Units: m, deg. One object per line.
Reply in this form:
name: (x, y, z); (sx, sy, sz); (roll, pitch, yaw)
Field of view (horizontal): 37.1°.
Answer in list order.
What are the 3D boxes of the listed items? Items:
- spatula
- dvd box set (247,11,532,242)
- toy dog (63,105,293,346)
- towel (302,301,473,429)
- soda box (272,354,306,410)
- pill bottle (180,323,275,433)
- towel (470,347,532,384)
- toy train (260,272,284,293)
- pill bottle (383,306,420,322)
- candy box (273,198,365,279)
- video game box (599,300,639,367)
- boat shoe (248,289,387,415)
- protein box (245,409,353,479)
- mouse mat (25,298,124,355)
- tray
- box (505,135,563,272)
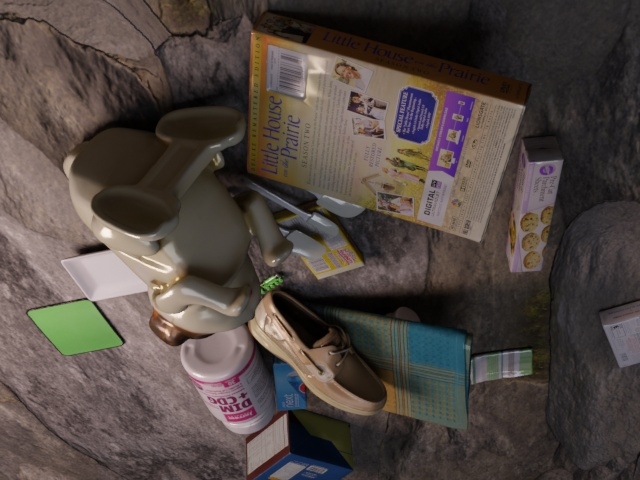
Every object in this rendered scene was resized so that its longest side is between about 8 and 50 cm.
spatula: (-0.062, -0.061, 1.753); (0.242, 0.019, 0.168); (28, 129, -22)
dvd box set: (0.090, -0.171, 1.505); (0.421, 0.062, 0.307); (17, 139, 9)
toy dog: (-0.249, 0.015, 1.639); (0.396, 0.284, 0.407); (3, 139, 26)
towel: (0.143, 0.265, 2.044); (0.370, 0.040, 0.271); (10, 127, 19)
soda box: (-0.071, 0.312, 2.205); (0.071, 0.067, 0.210); (-3, 142, -1)
pill bottle: (-0.194, 0.305, 2.111); (0.161, 0.160, 0.283); (-10, 141, 7)
towel: (0.428, 0.299, 2.265); (0.152, 0.023, 0.113); (-9, 141, 6)
toy train: (-0.109, 0.090, 1.968); (0.083, 0.017, 0.024); (-34, 122, 32)
pill bottle: (0.147, 0.213, 2.085); (0.087, 0.087, 0.160); (19, 136, -26)
candy box: (0.000, 0.000, 1.857); (0.105, 0.027, 0.206); (-19, 138, 16)
video game box: (0.744, 0.201, 2.152); (0.187, 0.048, 0.205); (-16, 140, 18)
boat shoe: (0.006, 0.235, 1.981); (0.341, 0.121, 0.110); (36, 132, -1)
protein box: (-0.057, 0.547, 2.439); (0.200, 0.135, 0.201); (22, 134, -29)
mouse mat: (-0.529, 0.190, 2.064); (0.153, 0.007, 0.189); (-11, 139, 9)
tray: (-0.358, 0.048, 1.885); (0.271, 0.030, 0.145); (-11, 140, 8)
box: (0.397, -0.060, 1.789); (0.067, 0.063, 0.324); (-5, 141, -1)
